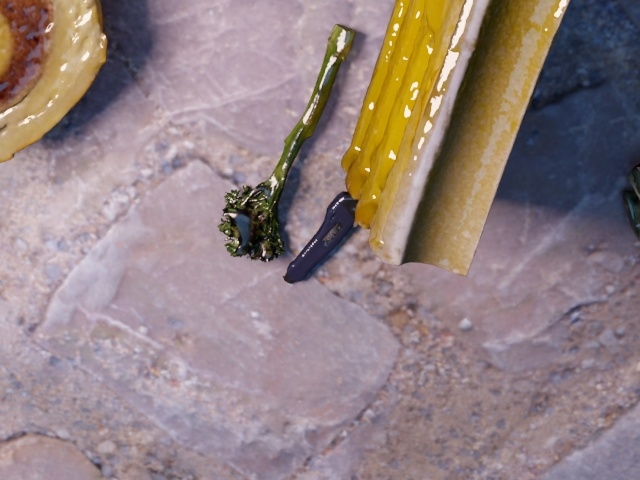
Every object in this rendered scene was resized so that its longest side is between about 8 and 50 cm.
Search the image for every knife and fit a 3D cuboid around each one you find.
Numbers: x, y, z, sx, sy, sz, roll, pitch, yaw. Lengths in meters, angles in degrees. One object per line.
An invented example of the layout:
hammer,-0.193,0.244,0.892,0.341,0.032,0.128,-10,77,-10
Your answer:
knife,0.000,0.000,1.282,0.031,0.018,0.121,34,108,-17

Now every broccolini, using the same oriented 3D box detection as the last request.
broccolini,-0.030,-0.095,1.248,0.057,0.071,0.254,33,105,34

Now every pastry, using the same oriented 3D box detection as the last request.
pastry,-0.325,-0.212,1.147,0.237,0.170,0.256,33,99,-31

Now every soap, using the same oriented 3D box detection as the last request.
soap,0.114,-0.143,1.102,0.143,0.259,0.281,16,112,-10

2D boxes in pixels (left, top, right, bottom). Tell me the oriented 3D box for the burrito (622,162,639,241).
burrito,0.406,0.031,1.253,0.096,0.066,0.309,-44,103,10
